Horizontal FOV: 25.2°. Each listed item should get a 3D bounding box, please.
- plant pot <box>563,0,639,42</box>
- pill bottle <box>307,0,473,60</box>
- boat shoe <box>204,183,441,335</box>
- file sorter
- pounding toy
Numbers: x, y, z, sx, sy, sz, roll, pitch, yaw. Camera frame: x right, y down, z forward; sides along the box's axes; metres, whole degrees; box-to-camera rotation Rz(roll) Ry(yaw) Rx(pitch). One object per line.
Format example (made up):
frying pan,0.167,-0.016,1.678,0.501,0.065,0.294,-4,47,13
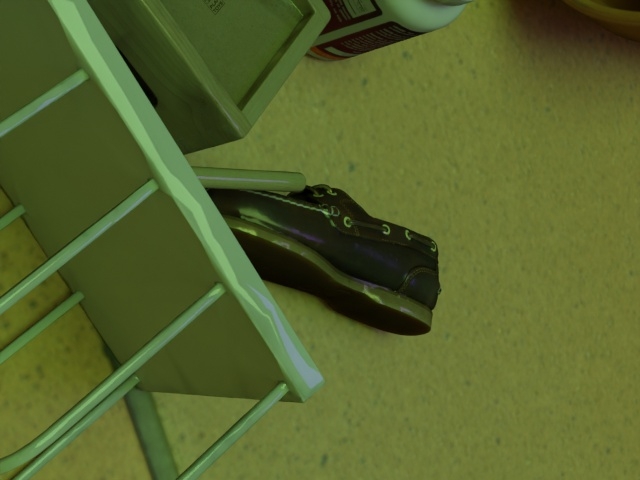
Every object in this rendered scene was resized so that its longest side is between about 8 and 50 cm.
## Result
plant pot,0.323,-0.267,1.116,0.203,0.291,0.291,24,70,-50
pill bottle,0.045,-0.174,0.953,0.086,0.152,0.086,5,82,-37
boat shoe,0.000,0.000,0.953,0.207,0.073,0.073,26,68,-40
file sorter,-0.173,0.013,0.746,0.173,0.193,0.278,-40,109,-30
pounding toy,-0.087,-0.095,0.873,0.181,0.094,0.206,53,49,-25
